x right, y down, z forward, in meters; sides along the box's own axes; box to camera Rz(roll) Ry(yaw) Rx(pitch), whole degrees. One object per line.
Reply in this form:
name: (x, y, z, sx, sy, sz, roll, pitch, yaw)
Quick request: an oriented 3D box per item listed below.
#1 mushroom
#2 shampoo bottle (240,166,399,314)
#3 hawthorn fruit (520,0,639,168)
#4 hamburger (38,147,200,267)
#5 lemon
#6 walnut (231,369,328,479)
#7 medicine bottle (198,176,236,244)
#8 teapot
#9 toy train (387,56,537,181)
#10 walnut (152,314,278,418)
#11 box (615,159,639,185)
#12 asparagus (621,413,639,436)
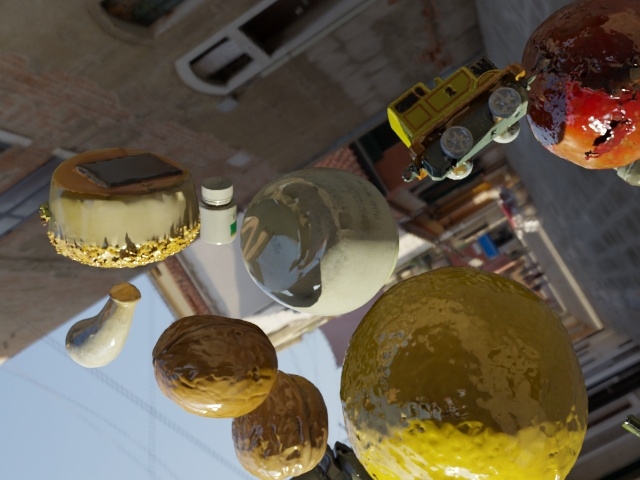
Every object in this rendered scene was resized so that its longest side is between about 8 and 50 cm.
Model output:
mushroom: (-0.443, 0.187, 1.541, 0.103, 0.270, 0.118, 8, -122, -39)
shampoo bottle: (0.000, 0.000, 1.605, 0.317, 0.322, 0.322, 12, -133, -60)
hawthorn fruit: (0.471, -0.272, 1.228, 0.316, 0.316, 0.316, 55, -168, -18)
hamburger: (-0.360, -0.052, 1.363, 0.276, 0.179, 0.294, -20, -145, -41)
lemon: (0.154, 0.164, 0.822, 0.293, 0.293, 0.293, 55, -168, -18)
walnut: (-0.079, 0.359, 1.459, 0.213, 0.213, 0.213, 55, -168, -18)
medicine bottle: (-0.217, -0.064, 1.577, 0.080, 0.080, 0.130, -102, 14, -59)
teapot: (0.008, 0.585, 1.775, 0.305, 0.285, 0.223, 46, 178, -8)
toy train: (0.178, -0.164, 0.964, 0.127, 0.219, 0.089, 51, 179, 19)
walnut: (-0.167, 0.199, 1.186, 0.207, 0.167, 0.167, 12, -140, -34)
box: (0.647, -0.191, 1.500, 0.129, 0.148, 0.210, 39, -158, 30)
asparagus: (0.615, 0.357, 1.310, 0.165, 0.036, 0.030, 26, -171, 22)
